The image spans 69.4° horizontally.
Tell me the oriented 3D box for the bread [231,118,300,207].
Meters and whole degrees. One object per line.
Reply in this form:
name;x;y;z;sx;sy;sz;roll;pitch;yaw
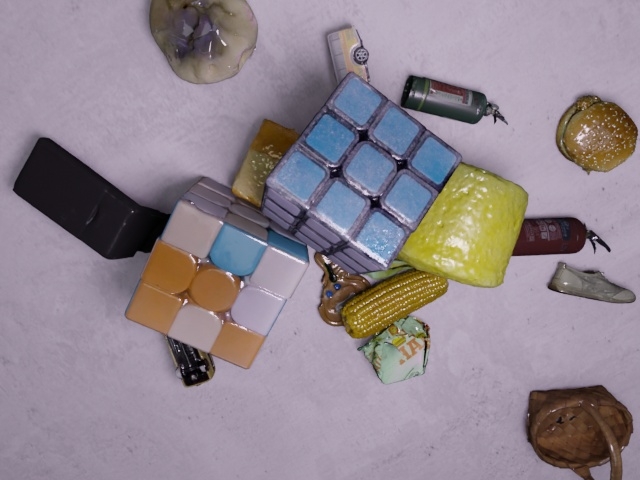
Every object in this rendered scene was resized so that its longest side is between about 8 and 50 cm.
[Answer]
bread;-0.036;-0.157;1.274;0.376;0.165;0.236;26;115;-4

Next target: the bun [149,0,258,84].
bun;-0.295;-0.534;1.160;0.273;0.168;0.272;1;108;5

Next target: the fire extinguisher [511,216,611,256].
fire extinguisher;0.677;-0.005;1.386;0.338;0.135;0.114;-3;142;-3

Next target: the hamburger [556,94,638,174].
hamburger;0.778;-0.302;1.307;0.189;0.122;0.215;-42;102;11

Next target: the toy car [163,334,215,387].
toy car;-0.413;0.317;1.433;0.101;0.124;0.256;-18;97;2

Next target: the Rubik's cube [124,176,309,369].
Rubik's cube;-0.258;0.070;1.249;0.347;0.346;0.344;28;104;-10

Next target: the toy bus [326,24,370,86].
toy bus;0.091;-0.431;1.251;0.106;0.092;0.267;-12;107;10

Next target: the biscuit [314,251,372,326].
biscuit;0.071;0.166;1.453;0.184;0.047;0.319;-19;105;0

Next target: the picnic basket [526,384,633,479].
picnic basket;0.868;0.651;1.498;0.338;0.337;0.292;-6;107;-1

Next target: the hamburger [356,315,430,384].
hamburger;0.230;0.338;1.462;0.236;0.125;0.214;-5;111;-1

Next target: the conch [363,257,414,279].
conch;0.185;0.069;1.413;0.201;0.079;0.094;-17;94;-16

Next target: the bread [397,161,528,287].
bread;0.365;-0.052;1.261;0.349;0.348;0.307;19;95;-8

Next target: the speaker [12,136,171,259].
speaker;-0.616;-0.104;1.289;0.388;0.184;0.180;36;101;3

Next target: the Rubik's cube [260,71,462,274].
Rubik's cube;0.067;-0.124;1.038;0.301;0.304;0.305;35;78;-5

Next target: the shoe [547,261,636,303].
shoe;0.862;0.141;1.458;0.275;0.103;0.098;12;92;-9

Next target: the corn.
corn;0.225;0.179;1.400;0.345;0.131;0.131;-24;107;-12

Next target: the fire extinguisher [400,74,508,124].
fire extinguisher;0.377;-0.381;1.278;0.295;0.118;0.093;11;141;-6
